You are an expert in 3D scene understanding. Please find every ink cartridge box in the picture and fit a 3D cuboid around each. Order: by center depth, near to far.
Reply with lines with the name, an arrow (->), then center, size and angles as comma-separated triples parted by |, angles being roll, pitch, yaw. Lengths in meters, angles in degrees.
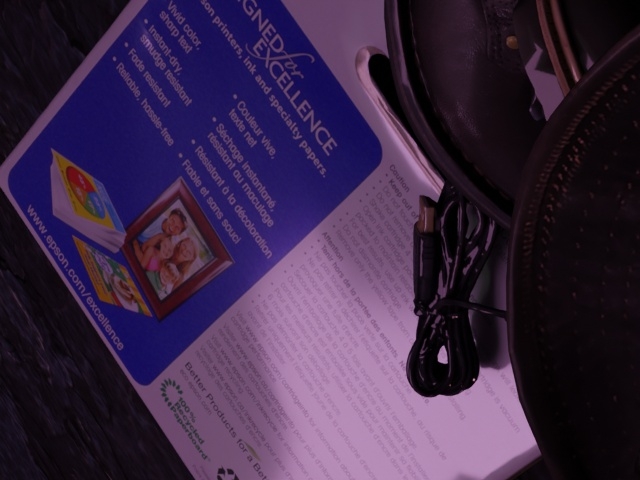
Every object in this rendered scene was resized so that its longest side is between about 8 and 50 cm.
ink cartridge box -> 0.000, 0.000, 0.893 | 0.307, 0.072, 0.303 | -43, 77, 40

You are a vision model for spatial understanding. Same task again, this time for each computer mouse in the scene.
computer mouse -> 0.115, 0.038, 0.737 | 0.193, 0.042, 0.106 | 18, 112, 42

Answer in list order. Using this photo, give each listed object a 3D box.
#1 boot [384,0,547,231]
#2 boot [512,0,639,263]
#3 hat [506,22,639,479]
boot -> 0.110, -0.093, 0.558 | 0.229, 0.091, 0.263 | 10, 135, 53
boot -> 0.160, -0.024, 0.492 | 0.198, 0.077, 0.137 | 46, 133, -16
hat -> 0.174, 0.084, 0.416 | 0.331, 0.134, 0.331 | 14, 126, 21
